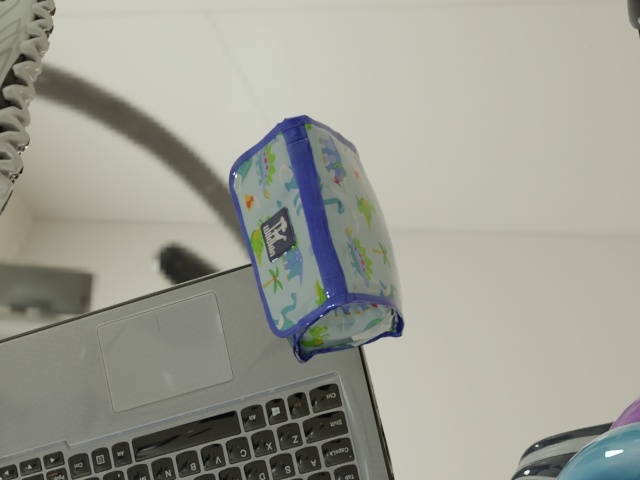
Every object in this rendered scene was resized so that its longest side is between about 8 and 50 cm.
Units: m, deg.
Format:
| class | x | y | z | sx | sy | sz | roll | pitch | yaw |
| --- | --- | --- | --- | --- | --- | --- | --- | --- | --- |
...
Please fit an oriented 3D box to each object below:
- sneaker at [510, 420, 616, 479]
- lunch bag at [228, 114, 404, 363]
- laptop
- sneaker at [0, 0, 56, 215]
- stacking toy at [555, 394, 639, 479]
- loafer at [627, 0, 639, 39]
| class | x | y | z | sx | sy | sz | roll | pitch | yaw |
| --- | --- | --- | --- | --- | --- | --- | --- | --- | --- |
| sneaker | 0.251 | 0.219 | 1.297 | 0.153 | 0.282 | 0.099 | -58 | -20 | -52 |
| lunch bag | 0.000 | 0.000 | 1.218 | 0.151 | 0.096 | 0.129 | 86 | 168 | -75 |
| laptop | -0.151 | 0.232 | 1.462 | 0.236 | 0.382 | 0.408 | 16 | -121 | -68 |
| sneaker | -0.331 | -0.165 | 1.816 | 0.110 | 0.118 | 0.292 | 130 | 151 | -55 |
| stacking toy | 0.074 | 0.147 | 0.550 | 0.330 | 0.141 | 0.141 | -31 | -59 | -39 |
| loafer | 0.173 | -0.186 | 0.818 | 0.095 | 0.109 | 0.303 | 15 | -102 | -52 |
